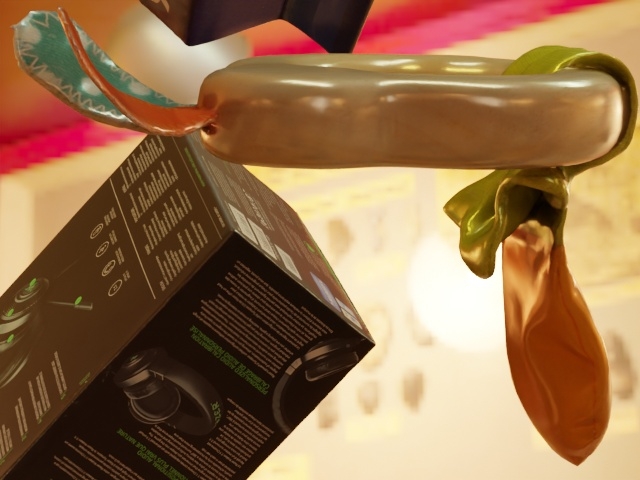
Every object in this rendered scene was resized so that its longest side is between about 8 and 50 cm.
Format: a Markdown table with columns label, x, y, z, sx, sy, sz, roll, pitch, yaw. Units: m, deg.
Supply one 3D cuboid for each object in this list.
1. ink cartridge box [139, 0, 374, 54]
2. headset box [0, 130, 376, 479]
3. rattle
| label | x | y | z | sx | sy | sz | roll | pitch | yaw |
| --- | --- | --- | --- | --- | --- | --- | --- | --- | --- |
| ink cartridge box | -0.108 | -0.222 | 1.027 | 0.333 | 0.065 | 0.165 | 41 | -27 | 10 |
| headset box | -0.129 | 0.087 | 1.307 | 0.131 | 0.246 | 0.283 | 40 | -83 | -24 |
| rattle | 0.000 | 0.000 | 0.595 | 0.200 | 0.143 | 0.130 | -9 | 30 | -43 |
